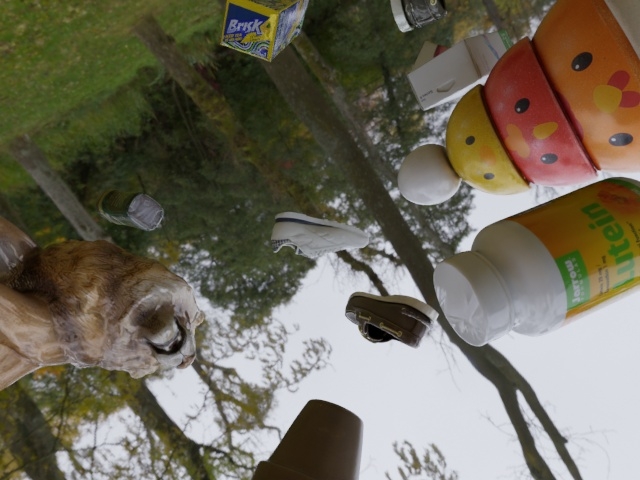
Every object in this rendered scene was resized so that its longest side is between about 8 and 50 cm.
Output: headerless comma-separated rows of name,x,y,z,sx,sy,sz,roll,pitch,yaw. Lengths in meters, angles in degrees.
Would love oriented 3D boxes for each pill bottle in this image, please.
pill bottle,0.263,0.027,0.559,0.245,0.136,0.136,-21,-164,-12

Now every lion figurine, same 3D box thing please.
lion figurine,-0.304,0.101,0.405,0.392,0.240,0.142,-25,-125,-12

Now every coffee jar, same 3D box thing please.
coffee jar,-0.483,-0.080,1.221,0.184,0.096,0.079,9,-114,40

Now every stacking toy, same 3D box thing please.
stacking toy,0.349,-0.186,0.854,0.480,0.350,0.350,-30,-164,32

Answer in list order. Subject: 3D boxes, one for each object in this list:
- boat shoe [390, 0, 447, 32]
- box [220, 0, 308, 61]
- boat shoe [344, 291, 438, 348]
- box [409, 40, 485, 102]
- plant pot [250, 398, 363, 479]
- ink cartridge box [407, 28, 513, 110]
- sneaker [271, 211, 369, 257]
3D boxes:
boat shoe,0.173,-0.547,0.888,0.091,0.305,0.109,-3,-175,30
box,-0.059,-0.262,0.568,0.169,0.059,0.054,-73,-178,-57
boat shoe,0.140,0.189,1.137,0.097,0.116,0.324,-60,-159,-18
box,0.419,-0.508,1.514,0.232,0.127,0.148,34,-165,32
plant pot,-0.002,0.513,1.148,0.263,0.263,0.229,-11,-136,44
ink cartridge box,0.317,-0.377,1.073,0.212,0.093,0.154,-33,-172,-41
sneaker,0.000,0.000,1.153,0.235,0.095,0.090,9,166,-11
